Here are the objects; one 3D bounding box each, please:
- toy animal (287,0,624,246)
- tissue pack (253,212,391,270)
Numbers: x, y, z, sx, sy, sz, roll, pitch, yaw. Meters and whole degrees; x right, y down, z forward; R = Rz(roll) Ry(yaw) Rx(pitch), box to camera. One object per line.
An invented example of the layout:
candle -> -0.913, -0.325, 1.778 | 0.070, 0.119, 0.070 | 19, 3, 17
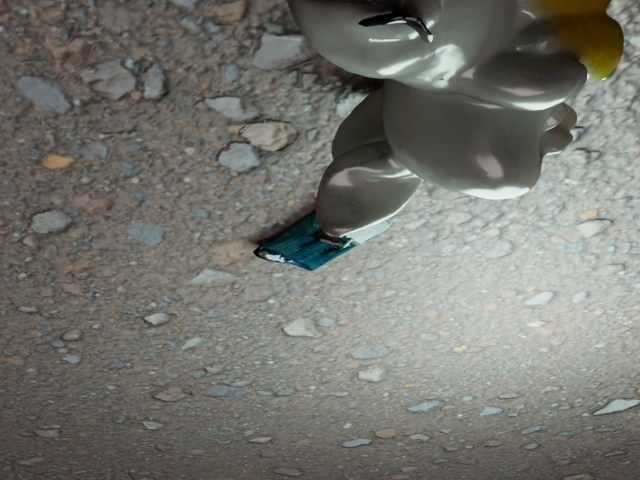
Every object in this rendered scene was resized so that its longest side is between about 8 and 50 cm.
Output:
toy animal -> 0.084, -0.127, 0.583 | 0.247, 0.182, 0.310 | -4, 152, 20
tissue pack -> 0.000, 0.000, 0.913 | 0.085, 0.027, 0.138 | 24, 142, -36
